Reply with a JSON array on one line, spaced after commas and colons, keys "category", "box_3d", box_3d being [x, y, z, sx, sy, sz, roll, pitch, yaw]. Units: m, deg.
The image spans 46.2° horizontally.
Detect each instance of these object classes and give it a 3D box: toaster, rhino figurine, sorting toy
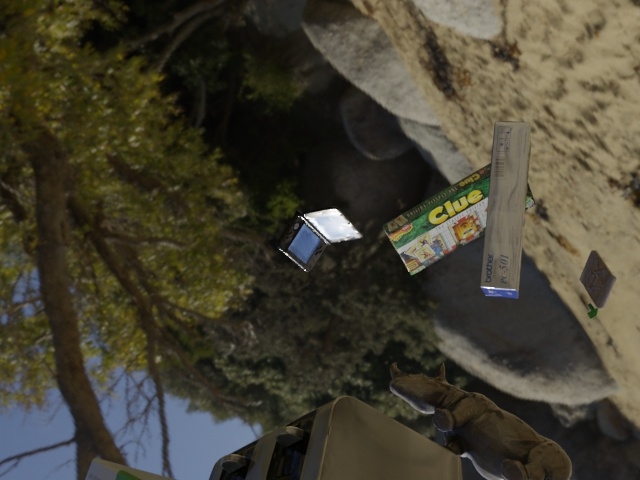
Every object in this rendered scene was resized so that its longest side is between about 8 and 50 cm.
[{"category": "toaster", "box_3d": [0.015, 0.220, 0.593, 0.186, 0.168, 0.110, 33, -136, -23]}, {"category": "rhino figurine", "box_3d": [0.162, 0.204, 0.812, 0.106, 0.073, 0.243, -4, -150, -45]}, {"category": "sorting toy", "box_3d": [0.368, 0.063, 1.002, 0.062, 0.012, 0.083, -106, 20, -53]}]

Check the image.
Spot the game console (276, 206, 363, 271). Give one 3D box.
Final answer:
[{"category": "game console", "box_3d": [0.000, 0.000, 1.291, 0.071, 0.107, 0.122, 26, 169, 36]}]

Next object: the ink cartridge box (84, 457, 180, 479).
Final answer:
[{"category": "ink cartridge box", "box_3d": [-0.128, 0.261, 0.480, 0.087, 0.208, 0.153, 25, 161, -26]}]

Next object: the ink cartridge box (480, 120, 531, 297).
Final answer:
[{"category": "ink cartridge box", "box_3d": [0.234, -0.036, 0.942, 0.097, 0.046, 0.207, 34, -118, -72]}]

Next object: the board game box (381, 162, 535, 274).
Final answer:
[{"category": "board game box", "box_3d": [0.247, -0.045, 1.323, 0.136, 0.260, 0.030, 54, -172, -43]}]
